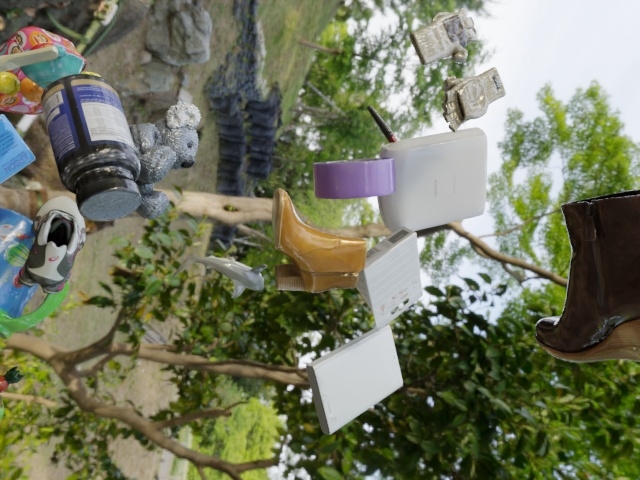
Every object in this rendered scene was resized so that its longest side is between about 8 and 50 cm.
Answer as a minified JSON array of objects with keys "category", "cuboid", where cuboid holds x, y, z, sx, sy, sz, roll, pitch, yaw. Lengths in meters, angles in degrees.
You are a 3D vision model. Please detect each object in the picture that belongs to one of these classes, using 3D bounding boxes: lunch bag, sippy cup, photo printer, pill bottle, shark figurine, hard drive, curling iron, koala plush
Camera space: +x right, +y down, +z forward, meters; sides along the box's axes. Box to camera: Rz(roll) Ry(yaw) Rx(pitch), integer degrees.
[{"category":"lunch bag","cuboid":[-0.927,-0.543,1.667,0.293,0.120,0.258,-39,175,14]},{"category":"sippy cup","cuboid":[-0.700,0.057,1.088,0.240,0.306,0.224,-23,-146,54]},{"category":"photo printer","cuboid":[0.299,-0.160,1.385,0.107,0.308,0.255,-132,-146,-61]},{"category":"pill bottle","cuboid":[-0.364,-0.147,0.820,0.122,0.123,0.219,117,-47,-62]},{"category":"shark figurine","cuboid":[-0.272,0.108,1.484,0.166,0.279,0.116,-27,-133,55]},{"category":"hard drive","cuboid":[0.107,0.392,1.472,0.040,0.308,0.202,-4,-78,51]},{"category":"curling iron","cuboid":[0.248,-0.350,1.699,0.068,0.274,0.035,-46,163,23]},{"category":"koala plush","cuboid":[-0.356,-0.202,1.111,0.221,0.203,0.196,-45,171,-38]}]

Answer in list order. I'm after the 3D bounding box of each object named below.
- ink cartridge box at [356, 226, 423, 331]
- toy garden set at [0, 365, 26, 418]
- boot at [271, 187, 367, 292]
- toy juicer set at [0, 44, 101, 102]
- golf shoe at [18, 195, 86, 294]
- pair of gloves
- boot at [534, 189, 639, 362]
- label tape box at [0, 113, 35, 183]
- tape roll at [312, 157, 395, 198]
[{"category":"ink cartridge box","cuboid":[0.184,0.103,1.358,0.066,0.189,0.232,35,-31,41]},{"category":"toy garden set","cuboid":[-0.315,0.030,0.448,0.204,0.049,0.244,-17,-88,56]},{"category":"boot","cuboid":[0.000,0.001,1.140,0.104,0.212,0.294,-103,-170,-48]},{"category":"toy juicer set","cuboid":[-0.627,-0.380,1.112,0.329,0.210,0.089,-177,-99,-82]},{"category":"golf shoe","cuboid":[-0.517,-0.018,1.022,0.120,0.105,0.272,-52,-144,26]},{"category":"pair of gloves","cuboid":[0.300,-0.380,1.118,0.204,0.240,0.042,-41,-162,-28]},{"category":"boot","cuboid":[0.348,0.049,0.648,0.248,0.090,0.206,160,-88,-71]},{"category":"label tape box","cuboid":[-0.757,-0.134,0.994,0.240,0.334,0.105,-53,134,-35]},{"category":"tape roll","cuboid":[0.077,-0.146,1.177,0.189,0.189,0.080,-122,-153,-77]}]
